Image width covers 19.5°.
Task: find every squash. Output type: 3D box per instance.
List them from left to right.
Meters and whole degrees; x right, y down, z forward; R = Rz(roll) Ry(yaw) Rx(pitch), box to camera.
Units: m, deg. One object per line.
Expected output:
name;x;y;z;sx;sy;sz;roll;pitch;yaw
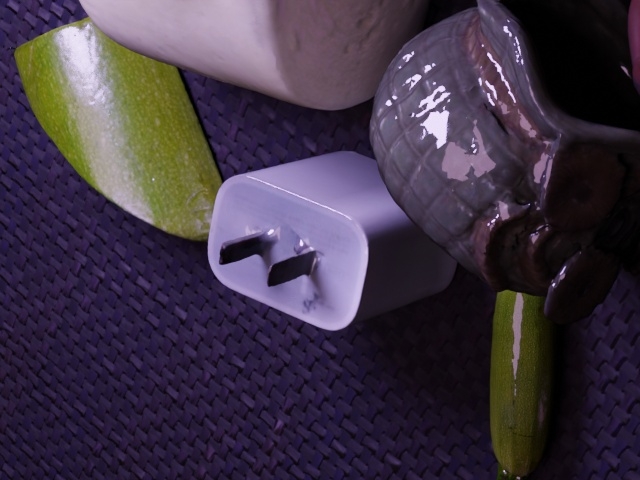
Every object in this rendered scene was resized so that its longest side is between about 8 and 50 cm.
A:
squash;-0.237;-0.104;2.086;0.203;0.111;0.288;-18;92;39
squash;0.202;0.139;1.851;0.066;0.066;0.252;11;109;34

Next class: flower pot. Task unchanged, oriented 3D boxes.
flower pot;0.203;-0.087;1.659;0.302;0.302;0.213;51;123;15

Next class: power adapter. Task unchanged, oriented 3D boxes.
power adapter;0.000;0.000;1.846;0.187;0.255;0.124;22;111;30

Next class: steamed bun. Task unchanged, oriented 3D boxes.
steamed bun;-0.079;-0.368;1.786;0.371;0.290;0.456;20;112;33

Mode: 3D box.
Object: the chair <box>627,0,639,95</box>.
chair;0.401;-0.071;1.498;0.226;0.226;0.401;-24;100;38
